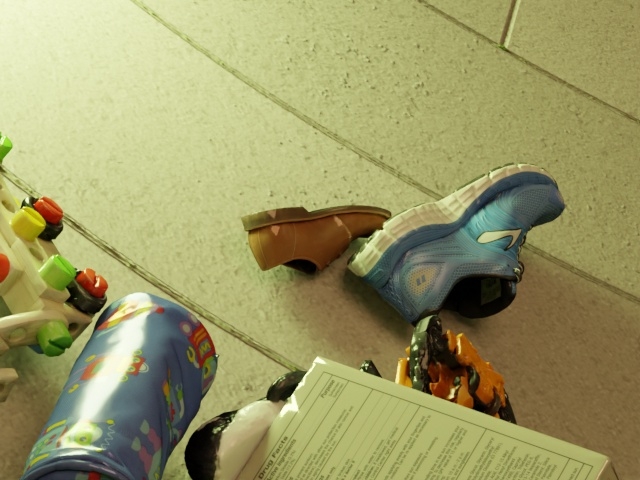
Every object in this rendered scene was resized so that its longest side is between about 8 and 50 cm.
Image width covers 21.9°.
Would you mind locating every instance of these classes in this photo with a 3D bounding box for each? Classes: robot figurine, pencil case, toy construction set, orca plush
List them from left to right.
[{"bbox_3d":[-0.323,0.013,1.524,0.215,0.151,0.328,24,40,-53],"label":"toy construction set"},{"bbox_3d":[-0.173,0.165,1.434,0.119,0.133,0.306,-3,25,10],"label":"pencil case"},{"bbox_3d":[-0.046,0.173,1.592,0.102,0.151,0.287,18,31,34],"label":"orca plush"},{"bbox_3d":[0.137,0.214,1.652,0.211,0.085,0.291,47,27,-34],"label":"robot figurine"}]

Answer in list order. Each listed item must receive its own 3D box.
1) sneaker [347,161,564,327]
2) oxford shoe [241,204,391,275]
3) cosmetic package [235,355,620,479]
[{"bbox_3d":[0.179,0.017,1.916,0.330,0.130,0.147,-26,77,-41],"label":"sneaker"},{"bbox_3d":[0.000,0.000,1.848,0.212,0.076,0.076,-7,83,-43],"label":"oxford shoe"},{"bbox_3d":[0.097,0.232,1.450,0.309,0.113,0.160,17,61,35],"label":"cosmetic package"}]
